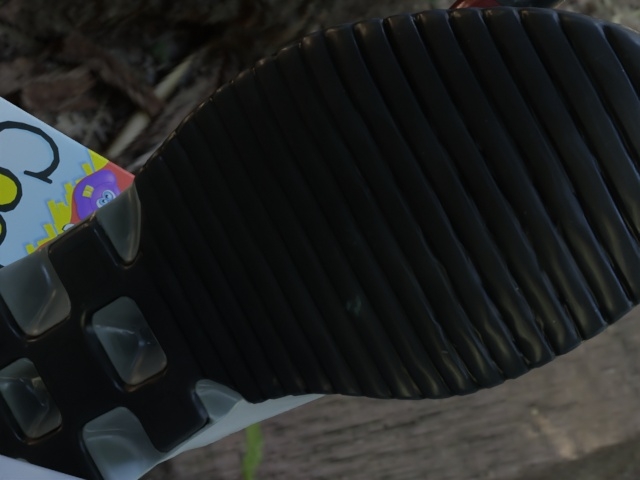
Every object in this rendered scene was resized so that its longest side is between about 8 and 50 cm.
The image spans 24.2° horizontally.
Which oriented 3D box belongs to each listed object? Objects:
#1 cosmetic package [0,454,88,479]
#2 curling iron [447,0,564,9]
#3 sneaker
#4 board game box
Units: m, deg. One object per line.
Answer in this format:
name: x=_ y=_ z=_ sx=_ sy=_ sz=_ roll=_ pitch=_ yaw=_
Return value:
cosmetic package: x=-0.088 y=0.184 z=0.496 sx=0.117 sy=0.231 sz=0.085 roll=17 pitch=40 yaw=-9
curling iron: x=0.081 y=-0.101 z=0.687 sx=0.035 sy=0.274 sz=0.068 roll=54 pitch=9 yaw=-10
sneaker: x=0.000 y=0.000 z=0.540 sx=0.146 sy=0.330 sz=0.122 roll=-26 pitch=93 yaw=-54
board game box: x=-0.249 y=-0.026 z=0.925 sx=0.275 sy=0.144 sz=0.142 roll=31 pitch=77 yaw=-3
